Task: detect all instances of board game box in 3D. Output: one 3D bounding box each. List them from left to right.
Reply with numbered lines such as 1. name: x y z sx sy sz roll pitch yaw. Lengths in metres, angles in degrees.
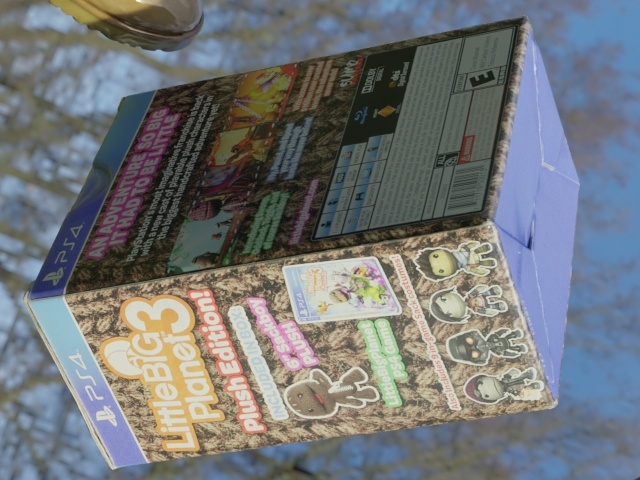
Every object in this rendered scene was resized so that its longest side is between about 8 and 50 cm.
1. board game box: 0.000 0.000 1.173 0.291 0.141 0.232 -9 -146 19

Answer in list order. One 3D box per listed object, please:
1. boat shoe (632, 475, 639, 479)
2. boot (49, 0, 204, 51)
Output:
1. boat shoe: 0.343 0.262 1.967 0.048 0.153 0.056 31 -37 37
2. boot: -0.121 -0.272 1.250 0.269 0.236 0.089 -46 -156 37
